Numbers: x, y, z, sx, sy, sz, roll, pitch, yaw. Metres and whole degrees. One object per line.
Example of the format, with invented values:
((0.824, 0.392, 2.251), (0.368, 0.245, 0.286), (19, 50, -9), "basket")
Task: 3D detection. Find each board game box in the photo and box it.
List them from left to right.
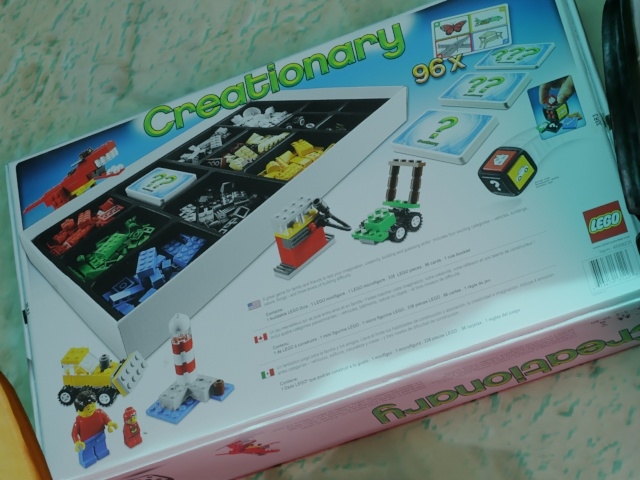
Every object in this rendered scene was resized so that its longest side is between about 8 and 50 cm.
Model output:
((0.000, 0.000, 0.891), (0.305, 0.053, 0.193), (-19, 59, 13), "board game box")

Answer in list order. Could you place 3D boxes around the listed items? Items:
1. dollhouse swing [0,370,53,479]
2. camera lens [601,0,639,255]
((-0.001, 0.165, 0.640), (0.305, 0.347, 0.315), (-26, 57, -2), "dollhouse swing")
((0.259, -0.055, 0.711), (0.274, 0.219, 0.219), (-11, 61, 17), "camera lens")
